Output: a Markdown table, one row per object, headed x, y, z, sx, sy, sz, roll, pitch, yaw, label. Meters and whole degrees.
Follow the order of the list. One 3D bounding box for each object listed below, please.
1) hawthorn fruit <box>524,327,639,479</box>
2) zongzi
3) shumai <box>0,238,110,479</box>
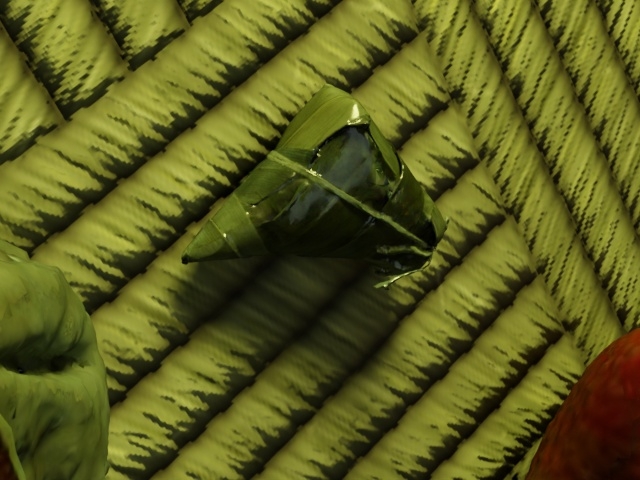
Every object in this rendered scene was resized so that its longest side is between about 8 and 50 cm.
| x | y | z | sx | sy | sz | roll | pitch | yaw | label |
| --- | --- | --- | --- | --- | --- | --- | --- | --- | --- |
| 0.272 | 0.186 | 0.911 | 0.369 | 0.285 | 0.284 | 10 | 88 | -48 | hawthorn fruit |
| 0.000 | 0.000 | 0.806 | 0.119 | 0.055 | 0.109 | -47 | 123 | -12 | zongzi |
| -0.145 | 0.095 | 0.575 | 0.261 | 0.222 | 0.225 | -15 | 109 | -54 | shumai |
